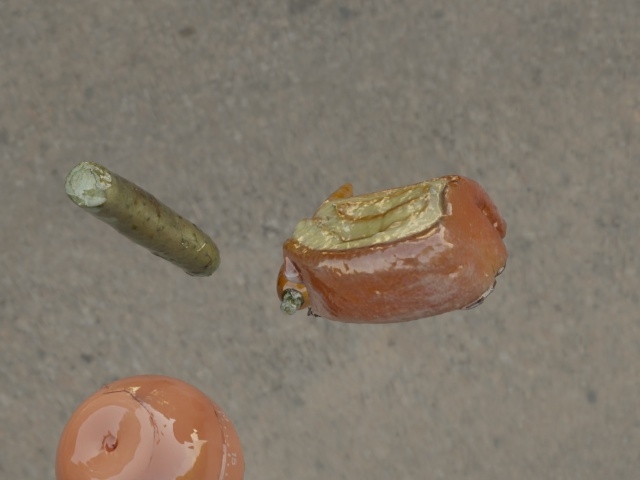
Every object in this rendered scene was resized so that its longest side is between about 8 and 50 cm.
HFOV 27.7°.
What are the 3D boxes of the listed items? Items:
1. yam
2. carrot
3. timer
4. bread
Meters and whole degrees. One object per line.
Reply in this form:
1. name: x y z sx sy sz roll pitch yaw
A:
1. yam: -0.226 -0.024 1.699 0.071 0.317 0.067 -19 65 17
2. carrot: 0.000 0.000 1.788 0.069 0.069 0.336 5 34 14
3. timer: -0.213 0.285 1.631 0.229 0.215 0.230 -11 60 20
4. bread: 0.075 0.016 1.451 0.244 0.123 0.190 -15 27 20
